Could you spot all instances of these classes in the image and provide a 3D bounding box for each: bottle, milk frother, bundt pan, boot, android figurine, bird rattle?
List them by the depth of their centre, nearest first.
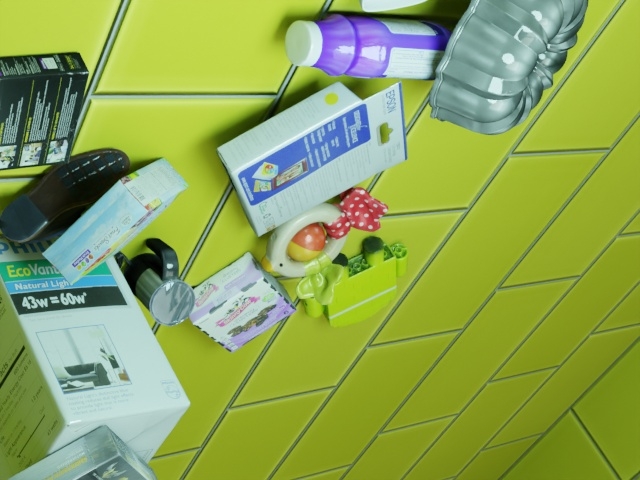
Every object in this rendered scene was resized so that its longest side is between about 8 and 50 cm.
[{"bbox_3d":[-0.391,-0.066,1.698,0.219,0.082,0.106,-33,177,-16],"label":"boot"},{"bbox_3d":[0.076,-0.296,1.701,0.283,0.118,0.092,-5,111,-39],"label":"bottle"},{"bbox_3d":[0.314,-0.305,1.771,0.331,0.124,0.331,-48,161,-23],"label":"bundt pan"},{"bbox_3d":[-0.309,0.074,1.896,0.143,0.135,0.129,-22,119,-21],"label":"milk frother"},{"bbox_3d":[0.000,0.000,2.069,0.207,0.143,0.253,4,134,-43],"label":"bird rattle"},{"bbox_3d":[0.079,0.095,2.371,0.248,0.056,0.273,-26,150,-10],"label":"android figurine"}]

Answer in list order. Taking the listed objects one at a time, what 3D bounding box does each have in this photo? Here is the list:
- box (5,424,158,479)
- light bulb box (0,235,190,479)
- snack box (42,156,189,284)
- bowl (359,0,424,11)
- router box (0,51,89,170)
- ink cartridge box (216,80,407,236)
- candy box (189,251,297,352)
[{"bbox_3d":[-0.353,0.377,1.660,0.183,0.056,0.231,-28,151,-6],"label":"box"},{"bbox_3d":[-0.444,0.235,1.788,0.225,0.361,0.358,-2,140,-44],"label":"light bulb box"},{"bbox_3d":[-0.308,-0.034,1.700,0.174,0.070,0.207,-41,-175,17],"label":"snack box"},{"bbox_3d":[0.119,-0.410,1.633,0.142,0.053,0.142,-15,146,-26],"label":"bowl"},{"bbox_3d":[-0.400,-0.174,1.521,0.133,0.046,0.179,-10,144,-32],"label":"router box"},{"bbox_3d":[-0.005,-0.147,1.867,0.307,0.072,0.303,-30,160,-6],"label":"ink cartridge box"},{"bbox_3d":[-0.159,0.125,2.180,0.165,0.070,0.196,-33,151,4],"label":"candy box"}]
